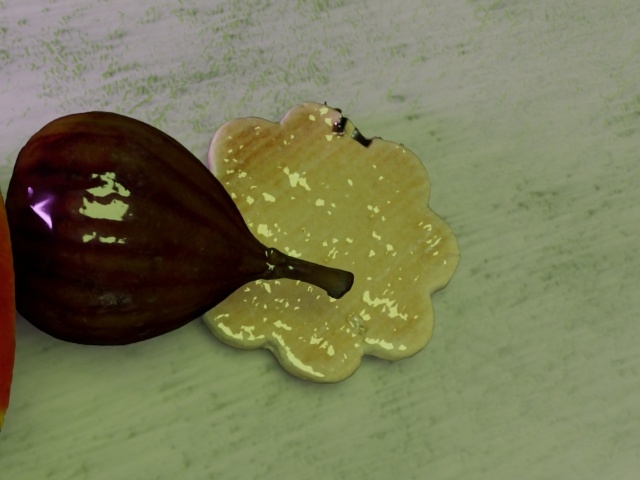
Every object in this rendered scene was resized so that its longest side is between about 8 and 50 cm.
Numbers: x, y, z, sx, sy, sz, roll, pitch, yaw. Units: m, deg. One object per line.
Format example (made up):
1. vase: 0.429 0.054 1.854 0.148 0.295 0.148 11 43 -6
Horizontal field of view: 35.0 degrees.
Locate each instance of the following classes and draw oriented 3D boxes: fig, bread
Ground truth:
1. fig: -0.121 -0.002 0.934 0.321 0.217 0.217 8 69 -10
2. bread: 0.000 0.000 1.074 0.316 0.054 0.316 6 69 -15

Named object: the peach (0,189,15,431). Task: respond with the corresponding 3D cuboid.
1. peach: -0.412 0.079 0.820 0.306 0.242 0.380 3 71 -21
